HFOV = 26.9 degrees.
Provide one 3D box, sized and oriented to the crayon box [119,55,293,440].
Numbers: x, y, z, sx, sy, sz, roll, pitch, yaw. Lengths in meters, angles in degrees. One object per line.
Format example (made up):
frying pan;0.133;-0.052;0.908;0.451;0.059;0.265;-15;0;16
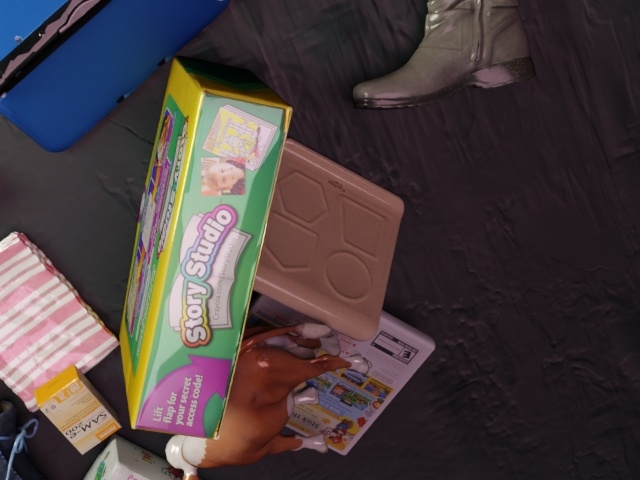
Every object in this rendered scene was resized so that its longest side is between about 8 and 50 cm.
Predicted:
crayon box;-0.138;-0.006;1.502;0.106;0.313;0.363;10;102;-14

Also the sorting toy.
sorting toy;0.000;0.000;1.633;0.193;0.038;0.208;27;57;-17

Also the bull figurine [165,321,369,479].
bull figurine;-0.072;0.201;1.614;0.188;0.101;0.310;-6;148;-25

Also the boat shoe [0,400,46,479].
boat shoe;-0.402;0.230;1.617;0.089;0.109;0.258;-41;111;-3

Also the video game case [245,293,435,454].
video game case;-0.005;0.151;1.693;0.227;0.026;0.206;29;114;-18

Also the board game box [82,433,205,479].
board game box;-0.245;0.433;1.708;0.224;0.097;0.303;31;97;-19

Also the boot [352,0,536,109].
boot;0.140;-0.253;1.632;0.246;0.083;0.161;-15;100;-14

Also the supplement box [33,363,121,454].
supplement box;-0.300;0.209;1.656;0.062;0.036;0.098;-35;124;-2

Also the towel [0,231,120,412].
towel;-0.359;0.102;1.632;0.144;0.029;0.197;-39;109;0

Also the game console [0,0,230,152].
game console;-0.286;-0.281;1.509;0.293;0.173;0.250;-42;94;0
